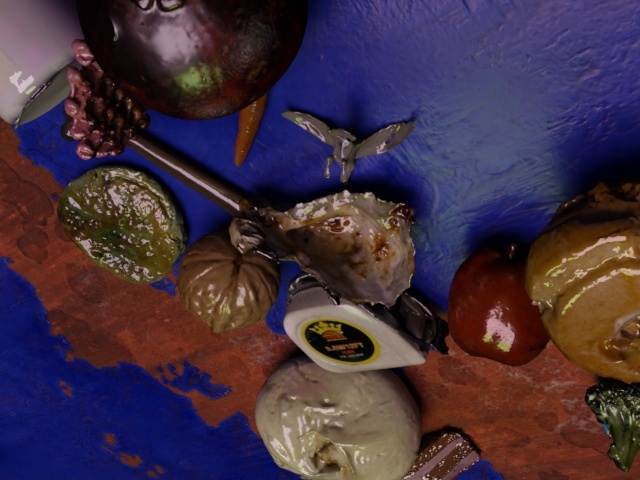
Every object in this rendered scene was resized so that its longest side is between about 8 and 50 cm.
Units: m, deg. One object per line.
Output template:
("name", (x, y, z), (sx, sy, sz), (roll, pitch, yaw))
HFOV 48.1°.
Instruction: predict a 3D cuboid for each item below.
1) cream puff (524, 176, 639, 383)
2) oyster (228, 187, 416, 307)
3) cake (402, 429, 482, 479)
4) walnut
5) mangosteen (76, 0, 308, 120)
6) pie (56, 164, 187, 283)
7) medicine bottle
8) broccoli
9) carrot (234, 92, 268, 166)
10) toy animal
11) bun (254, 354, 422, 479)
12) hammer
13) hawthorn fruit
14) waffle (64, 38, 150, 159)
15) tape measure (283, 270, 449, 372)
("cream puff", (0.456, 0.044, 1.028), (0.342, 0.231, 0.327), (21, 138, -3))
("oyster", (-0.001, 0.008, 1.224), (0.336, 0.198, 0.133), (7, 173, 9))
("cake", (0.226, 0.512, 1.626), (0.116, 0.113, 0.295), (39, 120, -18))
("walnut", (-0.173, 0.077, 1.352), (0.213, 0.213, 0.213), (12, 131, 14))
("mangosteen", (-0.165, -0.320, 0.992), (0.305, 0.359, 0.306), (1, 97, 6))
("pie", (-0.391, -0.026, 1.432), (0.276, 0.079, 0.277), (11, 133, 12))
("medicine bottle", (-0.523, -0.377, 1.097), (0.213, 0.214, 0.379), (-32, 105, 39))
("broccoli", (0.552, 0.329, 1.277), (0.154, 0.160, 0.167), (11, 149, 52))
("carrot", (-0.122, -0.198, 1.203), (0.048, 0.048, 0.216), (23, 138, 4))
("toy animal", (0.031, -0.134, 1.154), (0.219, 0.095, 0.155), (15, 127, 12))
("bun", (0.028, 0.404, 1.521), (0.360, 0.213, 0.361), (11, 128, 14))
("hammer", (-0.269, -0.139, 1.311), (0.439, 0.044, 0.168), (33, 134, -6))
("hawthorn fruit", (0.302, 0.094, 1.178), (0.185, 0.185, 0.202), (9, 114, 16))
("waffle", (-0.322, -0.239, 1.130), (0.055, 0.221, 0.234), (20, 126, 16))
("tape measure", (0.073, 0.133, 1.331), (0.271, 0.133, 0.231), (-11, 132, 36))
